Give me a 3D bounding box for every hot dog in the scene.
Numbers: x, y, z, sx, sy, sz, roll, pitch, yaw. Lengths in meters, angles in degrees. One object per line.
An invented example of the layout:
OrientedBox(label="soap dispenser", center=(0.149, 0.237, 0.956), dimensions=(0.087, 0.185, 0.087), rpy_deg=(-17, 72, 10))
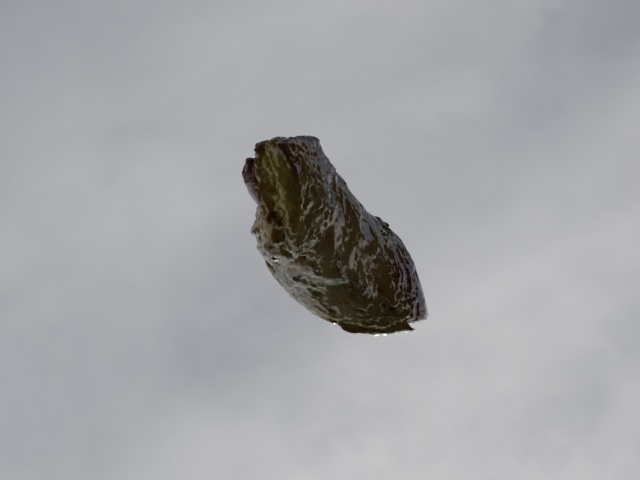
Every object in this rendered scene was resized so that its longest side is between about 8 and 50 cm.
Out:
OrientedBox(label="hot dog", center=(-0.001, 0.001, 0.917), dimensions=(0.169, 0.061, 0.078), rpy_deg=(51, -147, -38))
